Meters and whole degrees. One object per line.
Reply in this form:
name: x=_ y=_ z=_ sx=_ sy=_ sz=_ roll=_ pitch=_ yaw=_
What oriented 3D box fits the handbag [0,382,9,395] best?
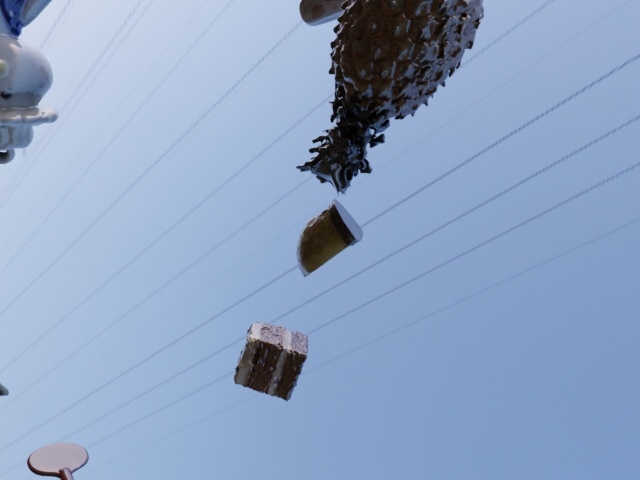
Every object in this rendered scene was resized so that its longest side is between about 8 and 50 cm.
handbag: x=-0.787 y=0.282 z=1.097 sx=0.253 sy=0.316 sz=0.109 roll=46 pitch=-50 yaw=2

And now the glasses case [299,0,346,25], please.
glasses case: x=0.036 y=-0.489 z=1.229 sx=0.164 sy=0.041 sz=0.063 roll=-14 pitch=-96 yaw=12

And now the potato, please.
potato: x=0.000 y=0.000 z=0.832 sx=0.103 sy=0.096 sz=0.066 roll=-37 pitch=-91 yaw=11

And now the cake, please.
cake: x=-0.115 y=0.274 z=1.395 sx=0.134 sy=0.147 sz=0.135 roll=-87 pitch=-164 yaw=-78

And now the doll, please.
doll: x=-0.332 y=-0.220 z=0.604 sx=0.119 sy=0.138 sz=0.293 roll=-140 pitch=-128 yaw=-59

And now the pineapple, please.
pineapple: x=0.085 y=-0.241 z=0.912 sx=0.202 sy=0.202 sz=0.362 roll=43 pitch=-68 yaw=38

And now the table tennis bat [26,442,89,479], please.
table tennis bat: x=-0.438 y=0.382 z=1.019 sx=0.155 sy=0.098 sz=0.019 roll=21 pitch=-72 yaw=53
